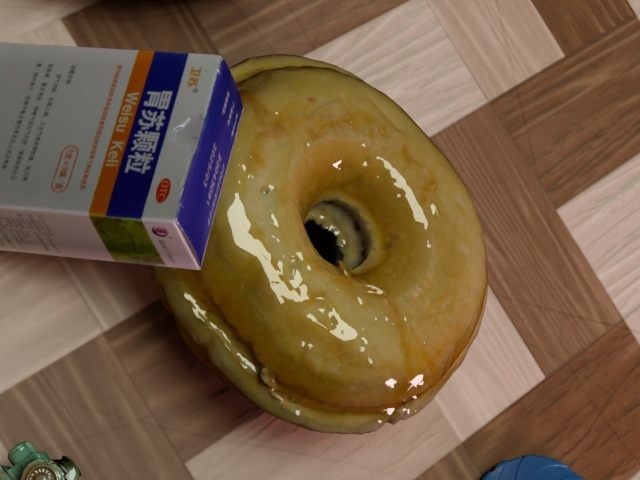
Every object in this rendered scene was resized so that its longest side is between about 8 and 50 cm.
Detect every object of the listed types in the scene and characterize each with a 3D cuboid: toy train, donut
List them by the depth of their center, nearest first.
[{"bbox_3d":[-0.271,0.299,1.719,0.125,0.081,0.194,-35,79,-3],"label":"toy train"},{"bbox_3d":[0.000,0.000,1.947,0.449,0.198,0.449,12,67,-29],"label":"donut"}]

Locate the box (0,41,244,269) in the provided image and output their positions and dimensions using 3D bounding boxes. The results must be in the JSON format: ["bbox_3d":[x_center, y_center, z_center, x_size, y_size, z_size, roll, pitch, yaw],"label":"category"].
[{"bbox_3d":[-0.250,-0.091,1.780,0.299,0.106,0.200,5,62,16],"label":"box"}]

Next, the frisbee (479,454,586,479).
[{"bbox_3d":[0.273,0.372,2.068,0.242,0.045,0.242,11,67,-27],"label":"frisbee"}]
